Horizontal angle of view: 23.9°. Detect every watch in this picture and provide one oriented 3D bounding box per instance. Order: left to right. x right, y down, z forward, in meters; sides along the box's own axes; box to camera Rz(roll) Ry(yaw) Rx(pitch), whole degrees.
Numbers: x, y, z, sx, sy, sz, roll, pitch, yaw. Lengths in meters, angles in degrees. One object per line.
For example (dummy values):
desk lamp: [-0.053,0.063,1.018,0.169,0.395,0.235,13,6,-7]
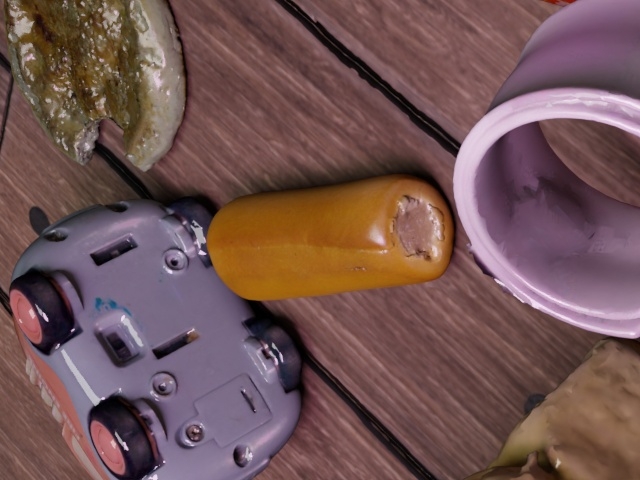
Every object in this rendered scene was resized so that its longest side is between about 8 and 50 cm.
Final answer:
watch: [0.199,-0.035,0.864,0.217,0.211,0.248,35,144,-1]

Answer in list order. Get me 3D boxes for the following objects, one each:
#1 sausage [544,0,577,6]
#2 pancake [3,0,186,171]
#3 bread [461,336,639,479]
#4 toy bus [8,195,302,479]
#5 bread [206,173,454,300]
sausage: [0.140,-0.194,0.976,0.274,0.074,0.074,24,125,38]
pancake: [-0.216,-0.181,1.383,0.253,0.037,0.254,24,126,38]
bread: [0.207,0.322,0.980,0.371,0.279,0.390,44,147,22]
toy bus: [-0.167,0.115,1.369,0.288,0.194,0.232,56,146,9]
bread: [0.000,0.000,1.218,0.239,0.074,0.093,-8,98,48]
